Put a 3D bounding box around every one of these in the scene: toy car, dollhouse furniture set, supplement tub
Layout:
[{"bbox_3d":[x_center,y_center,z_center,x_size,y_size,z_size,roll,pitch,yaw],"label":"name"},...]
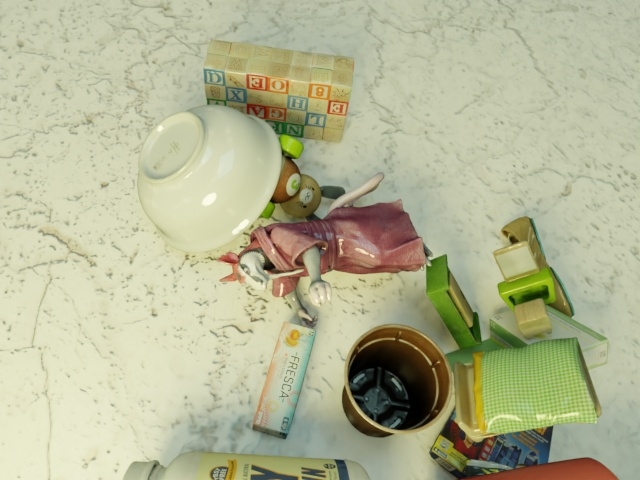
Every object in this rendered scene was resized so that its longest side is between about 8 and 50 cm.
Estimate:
[{"bbox_3d":[-0.042,-0.092,1.087,0.188,0.149,0.155,27,84,-22],"label":"toy car"},{"bbox_3d":[0.290,0.142,0.881,0.197,0.151,0.301,-22,27,22],"label":"dollhouse furniture set"},{"bbox_3d":[-0.101,0.408,0.736,0.324,0.235,0.235,5,61,-5],"label":"supplement tub"}]

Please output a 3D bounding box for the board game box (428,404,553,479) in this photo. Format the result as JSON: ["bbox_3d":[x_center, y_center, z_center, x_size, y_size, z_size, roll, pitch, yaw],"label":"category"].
[{"bbox_3d":[0.307,0.336,0.935,0.194,0.060,0.194,34,61,11],"label":"board game box"}]

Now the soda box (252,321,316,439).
[{"bbox_3d":[-0.060,0.235,0.940,0.063,0.058,0.183,16,61,1],"label":"soda box"}]

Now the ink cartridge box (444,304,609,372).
[{"bbox_3d":[0.347,0.190,0.970,0.235,0.056,0.171,-12,20,-16],"label":"ink cartridge box"}]

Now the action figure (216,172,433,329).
[{"bbox_3d":[0.000,0.000,0.951,0.370,0.248,0.276,-5,73,-25],"label":"action figure"}]

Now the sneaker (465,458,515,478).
[{"bbox_3d":[0.266,0.364,0.865,0.083,0.031,0.035,10,74,2],"label":"sneaker"}]

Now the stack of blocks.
[{"bbox_3d":[-0.088,-0.313,1.175,0.297,0.171,0.087,7,60,-3],"label":"stack of blocks"}]

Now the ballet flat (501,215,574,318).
[{"bbox_3d":[0.427,0.060,1.108,0.073,0.080,0.232,-18,58,9],"label":"ballet flat"}]

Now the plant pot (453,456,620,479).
[{"bbox_3d":[0.296,0.427,0.735,0.243,0.275,0.275,-19,65,-3],"label":"plant pot"}]

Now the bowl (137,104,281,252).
[{"bbox_3d":[-0.229,-0.137,0.999,0.298,0.134,0.298,-13,60,24],"label":"bowl"}]

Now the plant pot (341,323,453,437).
[{"bbox_3d":[0.107,0.243,0.898,0.167,0.165,0.167,4,60,-6],"label":"plant pot"}]
